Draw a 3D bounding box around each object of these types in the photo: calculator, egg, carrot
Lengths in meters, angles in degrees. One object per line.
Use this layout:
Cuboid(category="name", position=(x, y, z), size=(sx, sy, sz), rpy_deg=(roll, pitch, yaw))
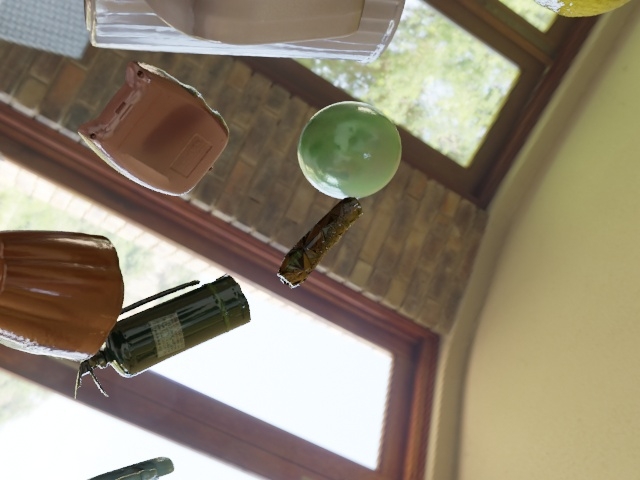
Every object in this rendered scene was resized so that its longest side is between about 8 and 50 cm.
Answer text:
Cuboid(category="calculator", position=(-0.305, -0.204, 1.539), size=(0.048, 0.330, 0.220), rpy_deg=(40, -86, 33))
Cuboid(category="calculator", position=(-0.383, 0.465, 1.514), size=(0.303, 0.189, 0.042), rpy_deg=(-43, -119, 59))
Cuboid(category="egg", position=(0.065, -0.202, 1.755), size=(0.220, 0.220, 0.270), rpy_deg=(-51, 166, 28))
Cuboid(category="carrot", position=(0.000, 0.000, 1.612), size=(0.228, 0.069, 0.069), rpy_deg=(-47, -165, -15))

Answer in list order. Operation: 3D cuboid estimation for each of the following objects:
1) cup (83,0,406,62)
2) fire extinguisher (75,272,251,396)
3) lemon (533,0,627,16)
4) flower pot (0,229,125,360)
Cuboid(category="cup", position=(-0.067, -0.242, 0.683), size=(0.208, 0.273, 0.288), rpy_deg=(122, -37, -60))
Cuboid(category="fire extinguisher", position=(-0.260, 0.147, 1.226), size=(0.295, 0.118, 0.093), rpy_deg=(-23, 180, -24))
Cuboid(category="lemon", position=(0.383, -0.448, 1.120), size=(0.267, 0.267, 0.267), rpy_deg=(-51, -159, 28))
Cuboid(category="flower pot", position=(-0.390, 0.062, 1.047), size=(0.191, 0.173, 0.190), rpy_deg=(-11, -109, 34))
